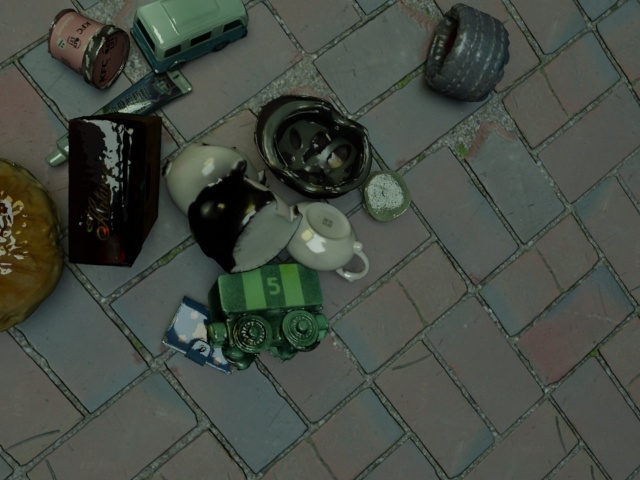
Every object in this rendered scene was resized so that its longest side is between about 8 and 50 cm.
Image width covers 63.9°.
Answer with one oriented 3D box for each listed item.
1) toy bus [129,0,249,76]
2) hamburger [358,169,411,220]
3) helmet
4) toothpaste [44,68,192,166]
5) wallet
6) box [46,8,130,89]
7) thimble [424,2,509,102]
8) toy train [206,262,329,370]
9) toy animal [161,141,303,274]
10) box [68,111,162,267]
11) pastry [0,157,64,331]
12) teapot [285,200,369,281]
[{"bbox_3d":[-0.303,-0.527,1.235,0.271,0.165,0.133,-33,97,-20],"label":"toy bus"},{"bbox_3d":[0.175,-0.125,1.400,0.133,0.062,0.139,-23,97,-7],"label":"hamburger"},{"bbox_3d":[-0.026,-0.222,1.299,0.306,0.177,0.224,30,78,-4],"label":"helmet"},{"bbox_3d":[-0.496,-0.302,1.254,0.392,0.061,0.098,-40,93,-12],"label":"toothpaste"},{"bbox_3d":[-0.286,0.246,1.303,0.202,0.059,0.141,28,86,-11],"label":"wallet"},{"bbox_3d":[-0.547,-0.454,1.205,0.135,0.151,0.151,30,84,-1],"label":"box"},{"bbox_3d":[0.394,-0.498,1.381,0.172,0.205,0.236,15,62,-16],"label":"thimble"},{"bbox_3d":[-0.133,0.179,1.255,0.299,0.167,0.238,0,66,-26],"label":"toy train"},{"bbox_3d":[-0.225,-0.094,1.196,0.251,0.251,0.310,-44,61,-9],"label":"toy animal"},{"bbox_3d":[-0.413,-0.127,1.069,0.116,0.415,0.264,5,103,-12],"label":"box"},{"bbox_3d":[-0.760,0.011,1.099,0.410,0.245,0.408,0,91,-24],"label":"pastry"},{"bbox_3d":[0.000,0.000,1.313,0.298,0.139,0.204,33,39,-1],"label":"teapot"}]
